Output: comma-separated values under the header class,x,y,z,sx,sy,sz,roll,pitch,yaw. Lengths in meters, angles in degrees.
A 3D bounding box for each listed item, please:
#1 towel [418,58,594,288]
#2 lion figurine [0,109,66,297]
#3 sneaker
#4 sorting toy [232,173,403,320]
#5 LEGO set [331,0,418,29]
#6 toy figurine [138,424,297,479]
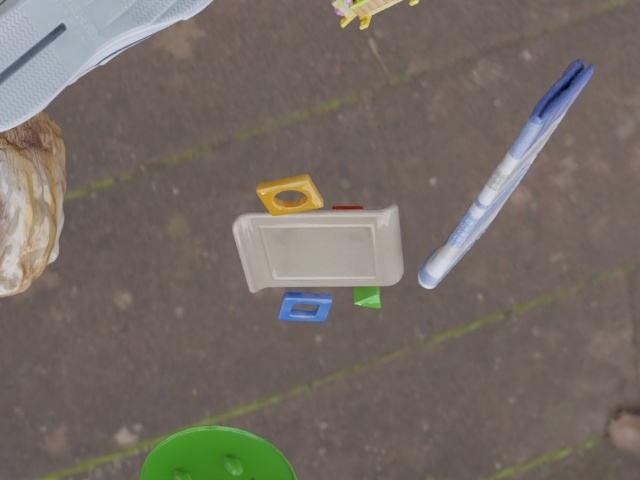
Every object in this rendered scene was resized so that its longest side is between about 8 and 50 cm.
class,x,y,z,sx,sy,sz,roll,pitch,yaw
towel,0.219,-0.080,1.790,0.034,0.209,0.285,36,127,8
lion figurine,-0.343,-0.106,1.320,0.142,0.392,0.240,-4,107,-36
sneaker,-0.160,-0.164,1.002,0.258,0.091,0.094,-38,113,-23
sorting toy,0.000,0.000,1.805,0.196,0.047,0.347,-4,150,3
LEGO set,0.040,-0.329,1.739,0.107,0.287,0.132,39,88,-28
toy figurine,-0.082,0.269,1.234,0.130,0.173,0.159,-14,134,-28
